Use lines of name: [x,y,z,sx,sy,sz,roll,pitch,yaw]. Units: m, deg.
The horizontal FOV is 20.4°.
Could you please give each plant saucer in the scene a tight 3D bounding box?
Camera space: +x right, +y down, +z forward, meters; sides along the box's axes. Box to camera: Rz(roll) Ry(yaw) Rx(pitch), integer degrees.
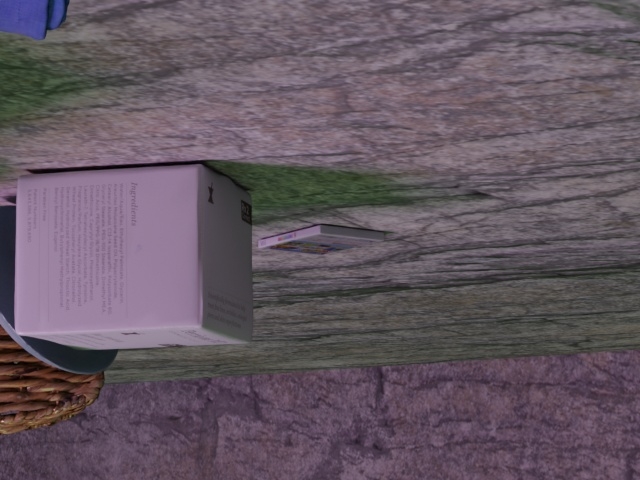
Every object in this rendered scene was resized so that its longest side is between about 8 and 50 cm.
plant saucer: [-0.280,0.056,1.767,0.037,0.195,0.195,-34,156,23]

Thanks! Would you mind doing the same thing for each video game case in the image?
video game case: [0.000,0.000,1.960,0.087,0.011,0.122,6,168,-34]

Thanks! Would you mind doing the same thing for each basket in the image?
basket: [-0.412,0.127,2.113,0.299,0.214,0.223,4,169,-18]

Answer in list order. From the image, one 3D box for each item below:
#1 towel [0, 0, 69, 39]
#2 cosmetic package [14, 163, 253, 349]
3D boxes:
towel: [-0.295,-0.155,0.929,0.336,0.040,0.243,-1,170,-12]
cosmetic package: [-0.171,0.019,1.658,0.183,0.152,0.151,-3,171,15]
